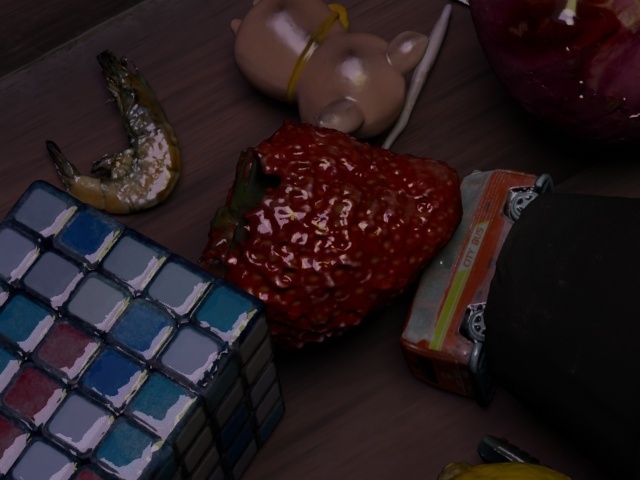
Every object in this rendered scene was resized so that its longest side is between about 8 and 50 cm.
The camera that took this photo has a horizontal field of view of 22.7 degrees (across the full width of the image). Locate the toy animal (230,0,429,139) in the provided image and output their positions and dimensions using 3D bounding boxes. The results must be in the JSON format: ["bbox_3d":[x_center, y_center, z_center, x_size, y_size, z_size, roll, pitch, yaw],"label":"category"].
[{"bbox_3d":[-0.002,-0.213,1.896,0.248,0.149,0.165,33,83,31],"label":"toy animal"}]

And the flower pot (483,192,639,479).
[{"bbox_3d":[0.317,0.094,1.625,0.251,0.379,0.379,20,65,29],"label":"flower pot"}]

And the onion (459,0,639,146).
[{"bbox_3d":[0.333,-0.279,1.836,0.358,0.345,0.358,1,79,-4],"label":"onion"}]

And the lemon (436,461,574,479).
[{"bbox_3d":[0.192,0.347,1.538,0.267,0.267,0.267,-1,63,3],"label":"lemon"}]

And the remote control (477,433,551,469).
[{"bbox_3d":[0.256,0.275,1.666,0.222,0.072,0.042,37,93,20],"label":"remote control"}]

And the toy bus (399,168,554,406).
[{"bbox_3d":[0.177,0.040,1.769,0.120,0.121,0.265,13,64,20],"label":"toy bus"}]

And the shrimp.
[{"bbox_3d":[-0.254,-0.126,1.917,0.150,0.051,0.217,-23,68,0],"label":"shrimp"}]

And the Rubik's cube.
[{"bbox_3d":[-0.232,0.164,1.632,0.287,0.293,0.292,29,70,17],"label":"Rubik's cube"}]

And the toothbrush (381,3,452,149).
[{"bbox_3d":[0.109,-0.161,1.922,0.029,0.025,0.307,21,67,5],"label":"toothbrush"}]

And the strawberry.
[{"bbox_3d":[0.002,-0.002,1.736,0.257,0.261,0.261,20,63,-16],"label":"strawberry"}]
